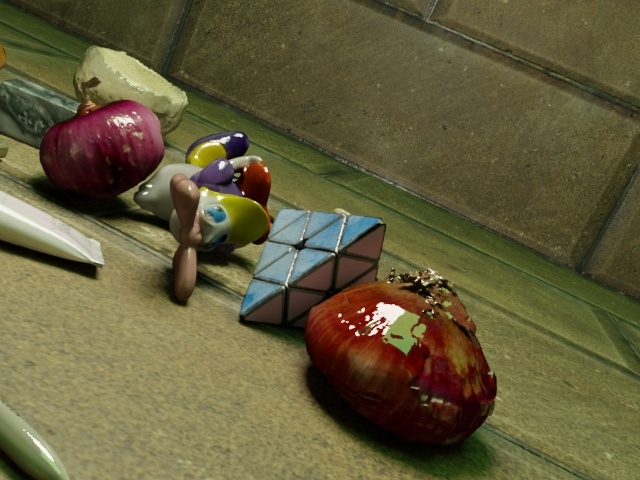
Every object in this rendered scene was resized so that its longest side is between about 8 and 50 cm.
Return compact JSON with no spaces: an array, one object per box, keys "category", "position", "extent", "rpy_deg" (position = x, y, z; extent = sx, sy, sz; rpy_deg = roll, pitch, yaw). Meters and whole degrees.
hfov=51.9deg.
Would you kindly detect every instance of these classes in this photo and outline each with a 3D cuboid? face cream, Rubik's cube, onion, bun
[{"category":"face cream","position":[-0.356,-0.029,0.718],"extent":[0.244,0.058,0.092],"rpy_deg":[25,7,-26]},{"category":"Rubik's cube","position":[-0.021,0.040,0.813],"extent":[0.178,0.190,0.211],"rpy_deg":[-31,80,-36]},{"category":"onion","position":[-0.315,-0.136,0.952],"extent":[0.153,0.177,0.177],"rpy_deg":[45,10,-10]},{"category":"bun","position":[-0.439,-0.322,1.495],"extent":[0.259,0.152,0.259],"rpy_deg":[34,16,-11]},{"category":"onion","position":[0.103,0.112,0.733],"extent":[0.230,0.163,0.230],"rpy_deg":[31,8,-5]}]

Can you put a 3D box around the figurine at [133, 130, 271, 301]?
[{"category":"figurine","position":[-0.166,-0.058,0.943],"extent":[0.193,0.154,0.421],"rpy_deg":[-2,18,-18]}]

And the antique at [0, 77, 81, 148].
[{"category":"antique","position":[-0.455,-0.201,1.132],"extent":[0.183,0.088,0.086],"rpy_deg":[22,14,-8]}]

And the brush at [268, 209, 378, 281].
[{"category":"brush","position":[0.000,0.000,1.250],"extent":[0.282,0.048,0.054],"rpy_deg":[33,13,37]}]

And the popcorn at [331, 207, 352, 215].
[{"category":"popcorn","position":[0.007,0.012,1.069],"extent":[0.145,0.126,0.126],"rpy_deg":[1,-3,-24]}]

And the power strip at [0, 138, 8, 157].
[{"category":"power strip","position":[-0.511,-0.137,0.913],"extent":[0.076,0.028,0.169],"rpy_deg":[27,15,13]}]

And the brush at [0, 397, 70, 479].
[{"category":"brush","position":[-0.278,0.084,0.463],"extent":[0.299,0.039,0.042],"rpy_deg":[33,19,22]}]

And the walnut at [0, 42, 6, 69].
[{"category":"walnut","position":[-0.725,-0.395,1.331],"extent":[0.245,0.137,0.137],"rpy_deg":[30,14,22]}]
